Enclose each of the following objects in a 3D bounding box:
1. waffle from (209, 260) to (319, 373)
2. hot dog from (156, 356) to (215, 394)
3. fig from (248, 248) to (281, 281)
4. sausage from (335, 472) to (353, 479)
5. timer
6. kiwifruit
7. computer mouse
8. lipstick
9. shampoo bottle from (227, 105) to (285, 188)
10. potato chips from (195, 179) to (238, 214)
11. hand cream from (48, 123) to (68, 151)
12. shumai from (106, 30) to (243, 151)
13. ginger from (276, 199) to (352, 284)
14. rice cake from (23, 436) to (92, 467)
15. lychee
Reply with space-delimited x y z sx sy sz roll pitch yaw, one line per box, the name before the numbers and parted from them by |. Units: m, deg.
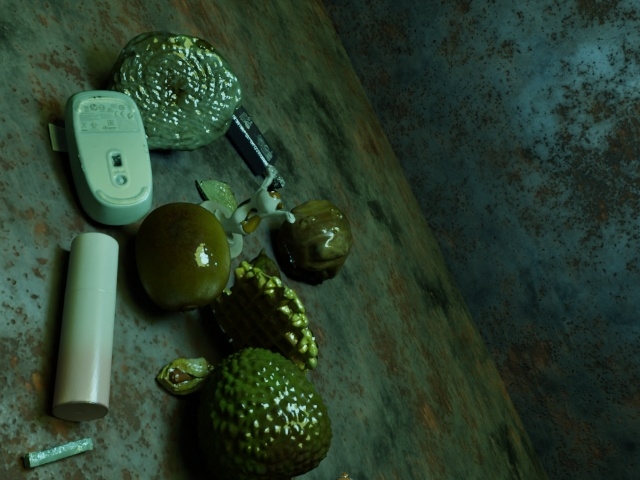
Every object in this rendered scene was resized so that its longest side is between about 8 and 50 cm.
waffle | -0.129 0.177 1.379 0.058 0.300 0.282 -35 104 -41
hot dog | -0.254 0.275 1.301 0.168 0.061 0.078 11 57 -59
fig | -0.153 0.085 1.636 0.109 0.103 0.155 63 21 -61
sausage | 0.052 0.654 1.501 0.071 0.071 0.234 49 29 -27
timer | -0.190 -0.052 1.505 0.175 0.265 0.175 44 31 -35
kiwifruit | -0.286 0.039 1.325 0.196 0.195 0.234 31 43 -49
computer mouse | -0.438 -0.169 1.322 0.159 0.097 0.289 -9 78 -32
lipstick | -0.406 0.142 1.113 0.087 0.087 0.327 34 37 -45
shampoo bottle | -0.208 -0.289 1.942 0.310 0.071 0.098 56 23 -18
potato chips | -0.255 -0.098 1.715 0.209 0.026 0.143 32 42 -44
hand cream | -0.484 -0.201 1.374 0.052 0.038 0.216 48 23 28
shumai | -0.386 -0.375 1.610 0.309 0.304 0.263 46 -5 -28
ginger | -0.001 -0.003 1.885 0.269 0.223 0.201 19 45 -53
rice cake | -0.409 0.331 0.999 0.121 0.021 0.022 7 69 -61
lychee | -0.108 0.371 1.253 0.270 0.269 0.320 -28 108 -65
